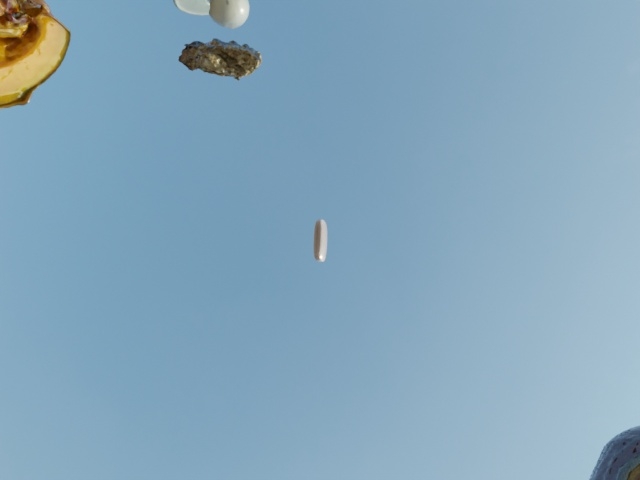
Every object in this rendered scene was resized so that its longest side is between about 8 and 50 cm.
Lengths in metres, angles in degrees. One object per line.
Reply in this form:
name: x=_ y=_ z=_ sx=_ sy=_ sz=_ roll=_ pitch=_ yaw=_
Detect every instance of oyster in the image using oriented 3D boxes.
oyster: x=-0.190 y=-0.360 z=0.969 sx=0.177 sy=0.105 sz=0.056 roll=28 pitch=-40 yaw=24

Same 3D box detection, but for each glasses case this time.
glasses case: x=0.000 y=0.000 z=0.962 sx=0.021 sy=0.032 sz=0.083 roll=-6 pitch=-108 yaw=26

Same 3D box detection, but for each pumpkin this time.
pumpkin: x=-0.373 y=-0.234 z=0.436 sx=0.111 sy=0.278 sz=0.163 roll=35 pitch=-104 yaw=19

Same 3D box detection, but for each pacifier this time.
pacifier: x=-0.102 y=-0.273 z=0.514 sx=0.126 sy=0.150 sz=0.117 roll=-28 pitch=-103 yaw=-3

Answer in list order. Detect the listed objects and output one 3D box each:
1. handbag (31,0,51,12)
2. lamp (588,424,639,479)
handbag: x=-0.485 y=-0.295 z=0.680 sx=0.072 sy=0.193 sz=0.151 roll=29 pitch=-74 yaw=43
lamp: x=0.274 y=0.250 z=0.358 sx=0.180 sy=0.258 sz=0.180 roll=31 pitch=-26 yaw=17
